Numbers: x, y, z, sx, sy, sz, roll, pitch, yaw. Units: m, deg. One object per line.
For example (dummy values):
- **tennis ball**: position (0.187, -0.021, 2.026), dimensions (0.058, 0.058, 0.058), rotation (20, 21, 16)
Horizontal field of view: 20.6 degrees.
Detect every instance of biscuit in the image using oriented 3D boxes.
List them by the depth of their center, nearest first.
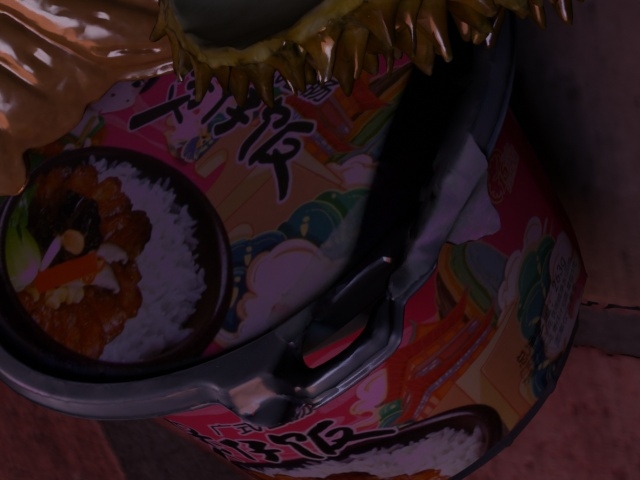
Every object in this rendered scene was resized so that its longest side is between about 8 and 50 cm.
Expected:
- **biscuit**: position (-0.097, -0.137, 0.677), dimensions (0.162, 0.250, 0.035), rotation (16, -175, -11)

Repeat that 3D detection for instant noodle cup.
- **instant noodle cup**: position (0.000, 0.000, 0.755), dimensions (0.258, 0.302, 0.181), rotation (-30, 134, 15)

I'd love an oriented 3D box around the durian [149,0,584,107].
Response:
- **durian**: position (0.043, -0.124, 0.503), dimensions (0.252, 0.144, 0.139), rotation (-35, 74, 52)
